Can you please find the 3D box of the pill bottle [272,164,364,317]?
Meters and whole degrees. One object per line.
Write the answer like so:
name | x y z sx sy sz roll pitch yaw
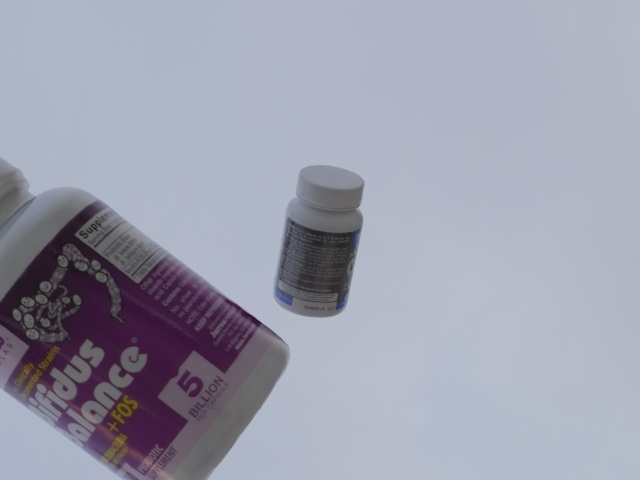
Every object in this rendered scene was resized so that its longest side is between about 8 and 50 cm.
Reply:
pill bottle | 0.000 0.000 1.175 0.078 0.078 0.137 -10 -59 -39

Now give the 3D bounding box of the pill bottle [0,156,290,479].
pill bottle | -0.187 0.064 0.957 0.301 0.169 0.169 37 -105 -1
